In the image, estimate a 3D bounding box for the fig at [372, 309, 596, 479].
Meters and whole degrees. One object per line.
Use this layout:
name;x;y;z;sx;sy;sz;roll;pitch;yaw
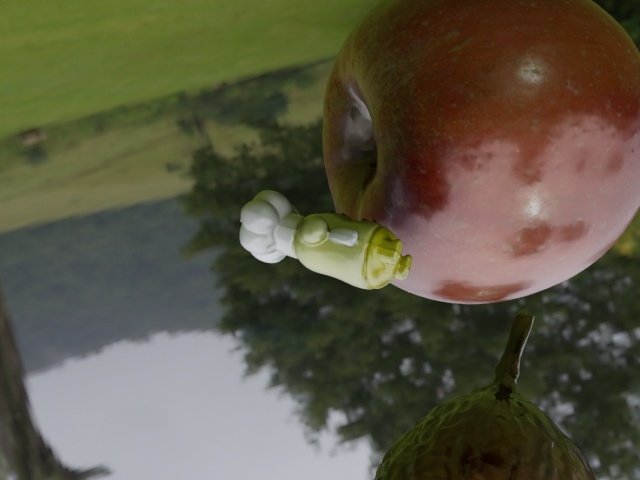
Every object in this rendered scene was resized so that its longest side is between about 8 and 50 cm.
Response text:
fig;0.216;0.256;1.812;0.286;0.286;0.369;-13;-132;42

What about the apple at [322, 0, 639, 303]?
apple;0.164;-0.103;1.510;0.276;0.349;0.348;-5;-179;-19

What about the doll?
doll;0.000;0.000;1.351;0.162;0.062;0.106;15;163;21
